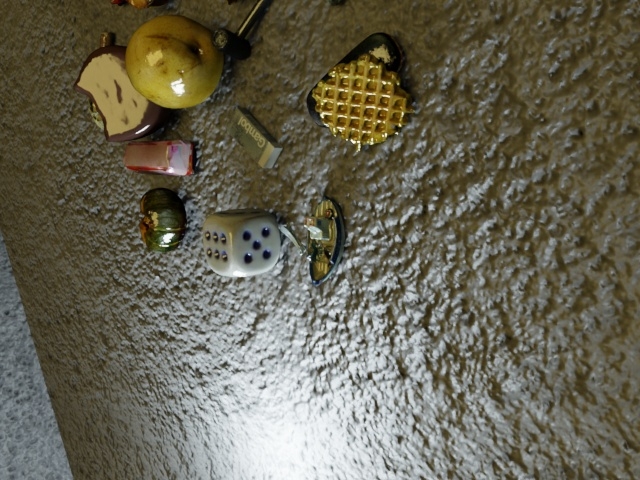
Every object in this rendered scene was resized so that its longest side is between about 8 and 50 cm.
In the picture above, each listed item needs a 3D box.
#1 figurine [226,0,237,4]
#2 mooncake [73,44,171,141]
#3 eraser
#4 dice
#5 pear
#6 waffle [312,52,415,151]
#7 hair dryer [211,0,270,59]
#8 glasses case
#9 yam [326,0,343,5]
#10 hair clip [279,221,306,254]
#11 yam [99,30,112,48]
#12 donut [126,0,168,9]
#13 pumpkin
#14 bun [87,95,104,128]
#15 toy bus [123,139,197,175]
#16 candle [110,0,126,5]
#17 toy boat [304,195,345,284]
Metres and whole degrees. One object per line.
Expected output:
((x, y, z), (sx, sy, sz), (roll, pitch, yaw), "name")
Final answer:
((-0.229, -0.814, 1.722), (0.264, 0.142, 0.189), (-8, 93, 37), "figurine")
((-0.694, -0.508, 2.049), (0.326, 0.174, 0.333), (28, 99, -6), "mooncake")
((-0.216, -0.332, 1.854), (0.212, 0.046, 0.092), (47, 122, 23), "eraser")
((-0.251, 0.003, 1.829), (0.193, 0.192, 0.194), (15, 112, 49), "dice")
((-0.471, -0.573, 1.856), (0.314, 0.314, 0.314), (7, 102, 37), "pear")
((0.110, -0.360, 1.522), (0.254, 0.052, 0.245), (-27, 115, 32), "waffle")
((-0.226, -0.680, 1.766), (0.070, 0.128, 0.255), (46, 111, 18), "hair dryer")
((0.087, -0.433, 1.575), (0.321, 0.082, 0.122), (-35, 80, 36), "glasses case")
((0.004, -0.727, 1.599), (0.179, 0.078, 0.078), (52, 124, 23), "yam")
((-0.089, -0.004, 1.817), (0.115, 0.039, 0.030), (52, 127, 17), "hair clip")
((-0.864, -0.711, 2.293), (0.057, 0.057, 0.241), (31, 115, 30), "yam")
((-0.569, -0.887, 1.999), (0.295, 0.112, 0.151), (-15, 91, 40), "donut")
((-0.573, -0.074, 2.105), (0.238, 0.159, 0.237), (25, 120, 54), "pumpkin")
((-0.796, -0.525, 2.212), (0.259, 0.152, 0.259), (6, 99, 38), "bun")
((-0.584, -0.303, 2.091), (0.303, 0.147, 0.127), (6, 96, 36), "toy bus")
((-0.676, -0.959, 2.102), (0.302, 0.084, 0.059), (-29, 111, 31), "candle")
((0.000, 0.000, 1.697), (0.114, 0.115, 0.261), (7, 102, 38), "toy boat")
